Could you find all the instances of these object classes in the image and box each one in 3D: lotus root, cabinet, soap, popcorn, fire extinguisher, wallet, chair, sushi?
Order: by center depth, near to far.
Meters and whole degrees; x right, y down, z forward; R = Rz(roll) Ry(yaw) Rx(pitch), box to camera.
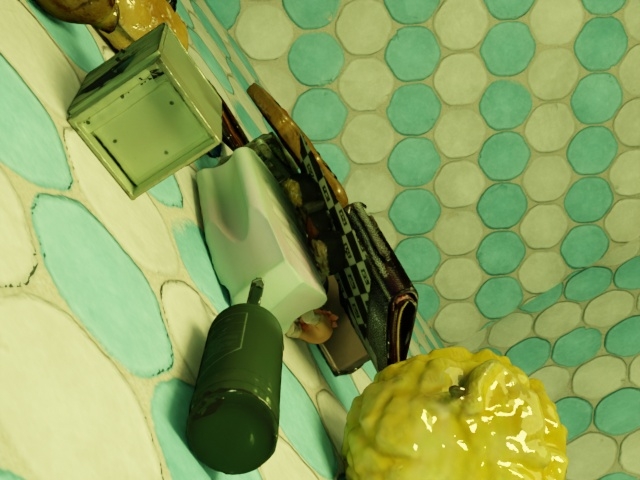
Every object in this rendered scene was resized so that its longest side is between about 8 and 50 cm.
[{"bbox_3d":[-0.088,0.138,1.002,0.095,0.115,0.311,11,15,-5],"label":"fire extinguisher"},{"bbox_3d":[-0.235,-0.183,1.194,0.150,0.145,0.206,55,9,-24],"label":"cabinet"},{"bbox_3d":[-0.371,-0.397,1.243,0.260,0.128,0.145,53,0,-40],"label":"lotus root"},{"bbox_3d":[0.197,0.337,1.343,0.349,0.348,0.382,60,-17,18],"label":"popcorn"},{"bbox_3d":[-0.096,0.006,1.425,0.208,0.115,0.347,53,10,-32],"label":"soap"},{"bbox_3d":[0.000,0.000,1.454,0.264,0.050,0.290,91,-24,-59],"label":"sushi"},{"bbox_3d":[0.092,0.097,1.467,0.262,0.071,0.221,92,-25,-44],"label":"wallet"},{"bbox_3d":[-0.129,-0.134,1.682,0.270,0.136,0.147,46,14,-54],"label":"chair"},{"bbox_3d":[-0.215,-0.266,1.840,0.196,0.042,0.161,58,-6,-31],"label":"wallet"}]

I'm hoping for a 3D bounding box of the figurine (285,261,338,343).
[{"bbox_3d":[-0.031,0.103,1.556,0.102,0.111,0.195,39,27,-42],"label":"figurine"}]

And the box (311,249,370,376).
[{"bbox_3d":[0.045,0.121,1.721,0.252,0.153,0.188,61,9,12],"label":"box"}]

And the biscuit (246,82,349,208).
[{"bbox_3d":[-0.034,-0.165,1.611,0.301,0.043,0.278,54,0,-18],"label":"biscuit"}]

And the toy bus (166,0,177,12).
[{"bbox_3d":[-0.365,-0.500,1.688,0.147,0.127,0.303,47,14,-30],"label":"toy bus"}]

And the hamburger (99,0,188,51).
[{"bbox_3d":[-0.324,-0.389,1.506,0.262,0.124,0.131,51,11,-38],"label":"hamburger"}]

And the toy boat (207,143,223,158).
[{"bbox_3d":[-0.232,-0.237,1.728,0.221,0.067,0.291,59,5,12],"label":"toy boat"}]
